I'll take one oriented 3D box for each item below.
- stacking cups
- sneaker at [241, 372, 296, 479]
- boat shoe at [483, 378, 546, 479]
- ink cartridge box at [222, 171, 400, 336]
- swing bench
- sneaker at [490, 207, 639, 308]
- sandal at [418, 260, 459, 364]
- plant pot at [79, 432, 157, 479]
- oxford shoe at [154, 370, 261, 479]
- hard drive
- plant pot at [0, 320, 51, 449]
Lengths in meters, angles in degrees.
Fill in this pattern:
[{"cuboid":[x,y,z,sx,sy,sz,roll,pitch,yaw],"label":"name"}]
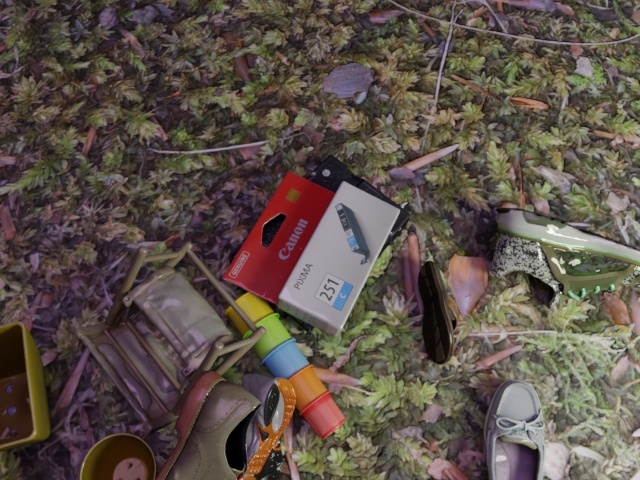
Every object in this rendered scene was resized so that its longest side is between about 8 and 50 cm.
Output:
[{"cuboid":[-0.072,0.248,1.265,0.096,0.096,0.316,-31,72,-14],"label":"stacking cups"},{"cuboid":[-0.133,0.379,1.215,0.121,0.099,0.263,9,78,45],"label":"sneaker"},{"cuboid":[0.363,0.414,1.192,0.118,0.103,0.321,15,67,5],"label":"boat shoe"},{"cuboid":[-0.015,0.007,1.299,0.261,0.066,0.296,26,65,5],"label":"ink cartridge box"},{"cuboid":[-0.292,0.180,1.233,0.253,0.165,0.255,47,111,16],"label":"swing bench"},{"cuboid":[0.543,0.067,1.359,0.410,0.158,0.182,20,98,6],"label":"sneaker"},{"cuboid":[0.251,0.147,1.331,0.060,0.090,0.220,8,57,-22],"label":"sandal"},{"cuboid":[-0.359,0.429,1.173,0.134,0.095,0.134,1,66,-2],"label":"plant pot"},{"cuboid":[-0.203,0.412,1.111,0.130,0.123,0.349,19,97,19],"label":"oxford shoe"},{"cuboid":[0.000,0.000,1.388,0.237,0.064,0.339,38,70,14],"label":"hard drive"},{"cuboid":[-0.605,0.298,1.176,0.212,0.187,0.212,-15,68,-7],"label":"plant pot"}]
